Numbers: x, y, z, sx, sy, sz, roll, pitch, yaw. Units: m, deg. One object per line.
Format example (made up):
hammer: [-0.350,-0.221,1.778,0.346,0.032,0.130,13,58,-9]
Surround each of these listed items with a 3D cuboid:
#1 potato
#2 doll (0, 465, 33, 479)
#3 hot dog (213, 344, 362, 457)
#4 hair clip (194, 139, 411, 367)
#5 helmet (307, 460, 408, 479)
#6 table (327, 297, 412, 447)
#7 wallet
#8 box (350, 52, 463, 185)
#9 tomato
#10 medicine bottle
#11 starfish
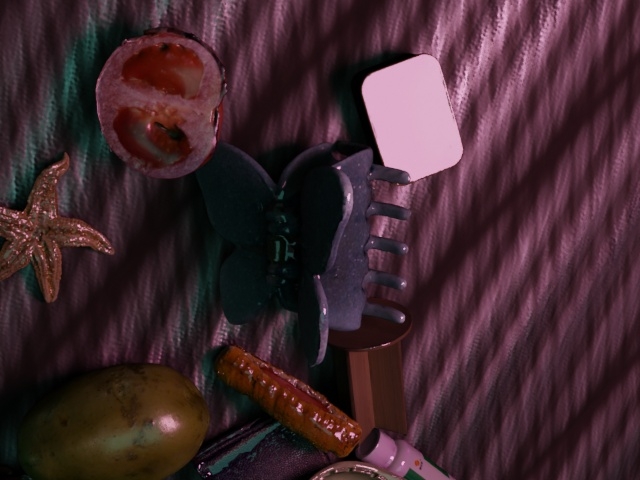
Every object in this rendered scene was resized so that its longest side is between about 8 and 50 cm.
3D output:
potato: [-0.335,0.305,1.498,0.304,0.216,0.216,-3,106,-2]
doll: [-0.605,0.460,1.494,0.330,0.235,0.174,-1,62,-22]
hot dog: [-0.060,0.279,1.582,0.289,0.068,0.083,32,106,3]
hair clip: [0.000,0.000,1.468,0.238,0.392,0.318,-12,108,-38]
helmet: [0.060,0.512,1.649,0.257,0.137,0.204,17,64,-11]
table: [0.086,0.241,1.624,0.167,0.167,0.226,-12,116,-11]
wallet: [-0.087,0.437,1.677,0.221,0.071,0.262,-31,113,-9]
box: [0.143,-0.207,1.539,0.144,0.090,0.201,-23,109,-7]
tomato: [-0.245,-0.216,1.430,0.199,0.112,0.228,14,99,-4]
medicine bottle: [0.179,0.451,1.725,0.260,0.095,0.095,41,92,-21]
starfish: [-0.453,-0.008,1.474,0.236,0.062,0.277,32,91,-25]
